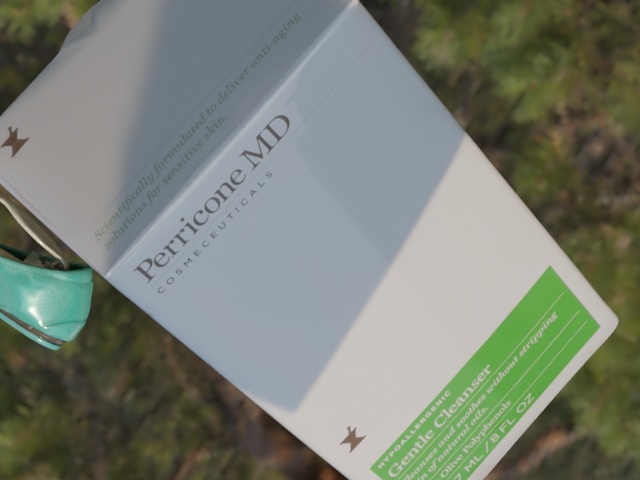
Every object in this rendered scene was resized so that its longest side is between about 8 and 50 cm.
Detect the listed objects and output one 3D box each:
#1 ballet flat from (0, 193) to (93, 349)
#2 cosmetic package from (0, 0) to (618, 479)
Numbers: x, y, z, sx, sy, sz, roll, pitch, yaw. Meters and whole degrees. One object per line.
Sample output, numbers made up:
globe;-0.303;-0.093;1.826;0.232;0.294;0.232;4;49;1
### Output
ballet flat;-0.283;-0.008;1.419;0.247;0.087;0.083;28;-178;-8
cosmetic package;0.000;0.000;1.075;0.155;0.197;0.365;40;178;41
